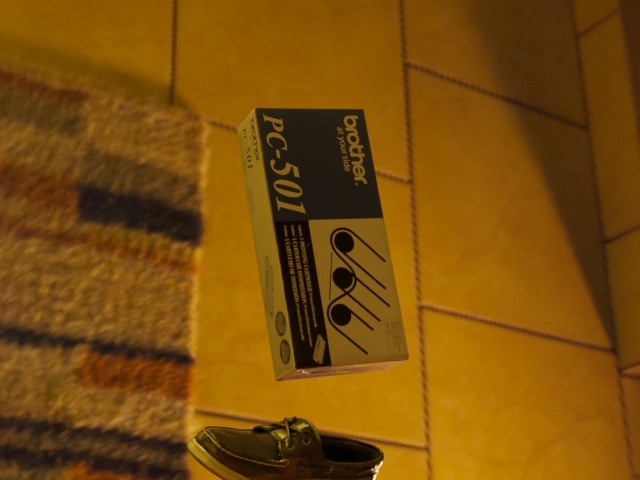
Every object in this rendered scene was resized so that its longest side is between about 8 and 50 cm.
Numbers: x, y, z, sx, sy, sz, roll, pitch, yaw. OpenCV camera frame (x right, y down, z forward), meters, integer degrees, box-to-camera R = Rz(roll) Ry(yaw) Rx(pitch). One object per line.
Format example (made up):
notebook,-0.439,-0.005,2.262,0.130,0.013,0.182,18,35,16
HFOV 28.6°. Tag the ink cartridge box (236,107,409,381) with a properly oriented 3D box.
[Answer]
ink cartridge box,0.000,0.000,0.974,0.097,0.046,0.207,-3,74,-26

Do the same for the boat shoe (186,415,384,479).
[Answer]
boat shoe,-0.028,0.203,1.208,0.223,0.080,0.073,24,101,-40
